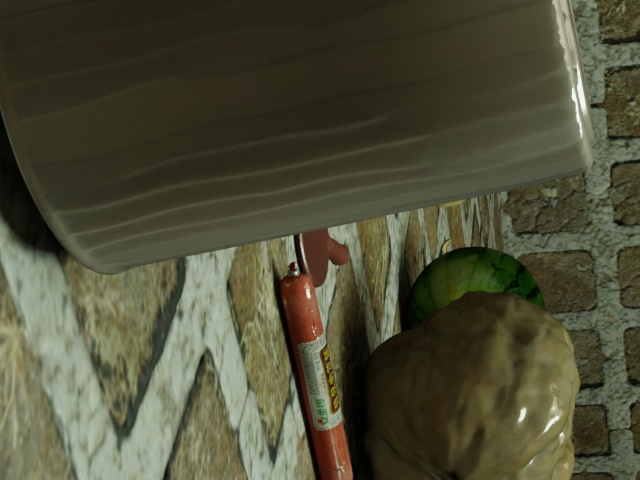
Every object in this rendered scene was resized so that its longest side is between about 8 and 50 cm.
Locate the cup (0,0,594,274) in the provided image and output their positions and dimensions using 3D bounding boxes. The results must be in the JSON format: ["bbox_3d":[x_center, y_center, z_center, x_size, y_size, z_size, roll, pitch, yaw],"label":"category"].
[{"bbox_3d":[-0.004,-0.105,0.772,0.288,0.273,0.208,13,66,-76],"label":"cup"}]

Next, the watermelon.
[{"bbox_3d":[0.208,0.100,1.919,0.215,0.188,0.188,-44,129,-67],"label":"watermelon"}]

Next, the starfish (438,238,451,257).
[{"bbox_3d":[0.177,0.112,2.135,0.176,0.053,0.208,87,13,-48],"label":"starfish"}]

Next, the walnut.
[{"bbox_3d":[0.160,0.184,1.544,0.273,0.227,0.273,4,90,-77],"label":"walnut"}]

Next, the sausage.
[{"bbox_3d":[-0.003,0.127,1.273,0.034,0.034,0.253,-76,157,-57],"label":"sausage"}]

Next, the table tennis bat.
[{"bbox_3d":[0.000,0.000,1.372,0.155,0.019,0.098,37,49,-71],"label":"table tennis bat"}]

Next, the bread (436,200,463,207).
[{"bbox_3d":[0.128,-0.142,1.785,0.311,0.121,0.172,50,40,-70],"label":"bread"}]
